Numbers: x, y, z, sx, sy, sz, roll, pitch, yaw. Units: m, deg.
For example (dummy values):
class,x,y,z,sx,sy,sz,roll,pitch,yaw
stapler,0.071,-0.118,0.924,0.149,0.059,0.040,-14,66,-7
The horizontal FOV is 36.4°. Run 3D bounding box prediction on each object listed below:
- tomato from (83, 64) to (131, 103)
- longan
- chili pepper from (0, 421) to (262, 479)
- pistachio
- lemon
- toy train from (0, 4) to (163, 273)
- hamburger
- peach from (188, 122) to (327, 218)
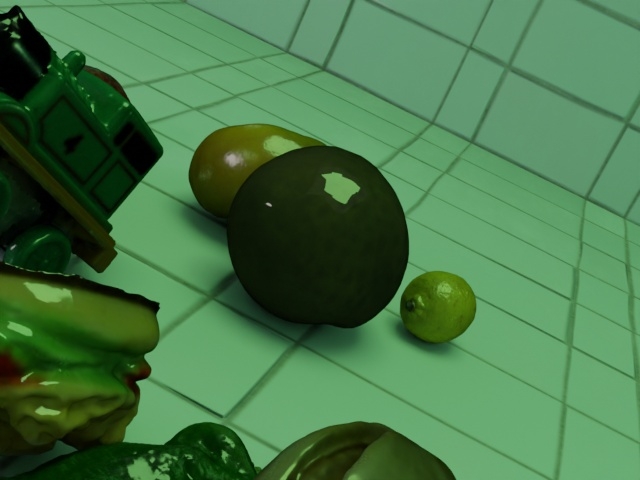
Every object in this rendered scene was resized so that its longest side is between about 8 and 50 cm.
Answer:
class,x,y,z,sx,sy,sz,roll,pitch,yaw
tomato,-0.403,-0.245,1.658,0.189,0.099,0.173,33,19,17
longan,0.000,0.000,1.314,0.258,0.258,0.258,22,20,-8
chili pepper,-0.151,0.216,0.797,0.136,0.099,0.270,9,11,42
pistachio,0.013,0.256,0.780,0.166,0.197,0.288,5,23,32
lemon,0.174,0.099,1.443,0.133,0.109,0.109,11,23,-47
toy train,-0.328,-0.107,1.065,0.178,0.249,0.429,35,-13,25
hamburger,-0.256,0.106,0.822,0.237,0.148,0.237,10,-11,2
peach,-0.078,-0.096,1.518,0.251,0.153,0.251,12,0,0
